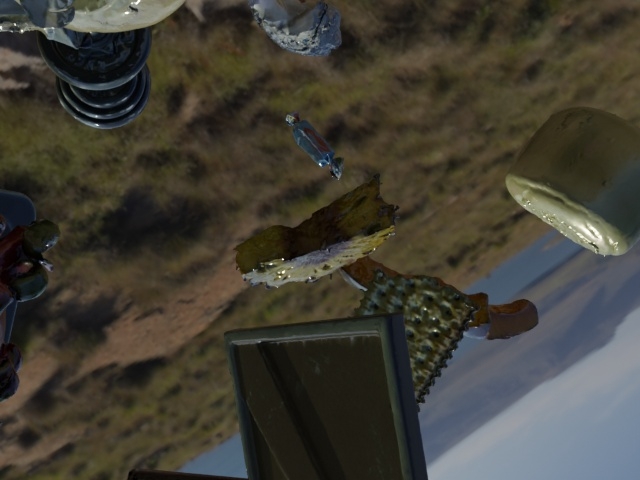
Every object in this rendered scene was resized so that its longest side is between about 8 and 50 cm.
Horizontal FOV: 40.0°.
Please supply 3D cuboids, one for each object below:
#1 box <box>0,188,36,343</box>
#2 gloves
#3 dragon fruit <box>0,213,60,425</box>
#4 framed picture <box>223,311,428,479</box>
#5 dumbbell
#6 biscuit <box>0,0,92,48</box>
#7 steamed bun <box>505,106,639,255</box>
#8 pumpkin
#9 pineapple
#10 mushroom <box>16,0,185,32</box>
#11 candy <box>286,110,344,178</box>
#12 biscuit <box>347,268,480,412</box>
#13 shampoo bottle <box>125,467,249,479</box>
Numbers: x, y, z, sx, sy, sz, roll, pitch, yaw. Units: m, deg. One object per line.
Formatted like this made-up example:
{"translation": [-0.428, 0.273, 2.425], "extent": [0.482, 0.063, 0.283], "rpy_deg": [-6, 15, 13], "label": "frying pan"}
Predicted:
{"translation": [-0.691, 0.068, 1.529], "extent": [0.367, 0.090, 0.373], "rpy_deg": [11, 93, -54], "label": "box"}
{"translation": [-0.031, -0.248, 0.965], "extent": [0.070, 0.114, 0.153], "rpy_deg": [-52, 176, 13], "label": "gloves"}
{"translation": [-0.374, 0.076, 0.820], "extent": [0.198, 0.218, 0.273], "rpy_deg": [47, 64, -71], "label": "dragon fruit"}
{"translation": [0.011, 0.236, 0.755], "extent": [0.022, 0.335, 0.247], "rpy_deg": [-7, 177, -37], "label": "framed picture"}
{"translation": [-0.377, -0.307, 1.501], "extent": [0.179, 0.179, 0.406], "rpy_deg": [-33, -179, -11], "label": "dumbbell"}
{"translation": [-0.477, -0.349, 1.203], "extent": [0.309, 0.186, 0.079], "rpy_deg": [-7, -174, -18], "label": "biscuit"}
{"translation": [0.462, -0.122, 1.521], "extent": [0.232, 0.273, 0.166], "rpy_deg": [-50, 150, -2], "label": "steamed bun"}
{"translation": [0.168, 0.080, 1.362], "extent": [0.258, 0.290, 0.095], "rpy_deg": [19, 93, -62], "label": "pumpkin"}
{"translation": [0.000, 0.001, 1.195], "extent": [0.233, 0.079, 0.135], "rpy_deg": [-22, 158, 6], "label": "pineapple"}
{"translation": [-0.231, -0.298, 0.851], "extent": [0.246, 0.246, 0.202], "rpy_deg": [127, -20, -51], "label": "mushroom"}
{"translation": [-0.005, -0.095, 0.855], "extent": [0.020, 0.083, 0.030], "rpy_deg": [-30, 163, -36], "label": "candy"}
{"translation": [0.093, 0.119, 1.066], "extent": [0.016, 0.144, 0.203], "rpy_deg": [-15, 136, -51], "label": "biscuit"}
{"translation": [-0.174, 0.377, 1.183], "extent": [0.323, 0.129, 0.084], "rpy_deg": [6, 174, -7], "label": "shampoo bottle"}
